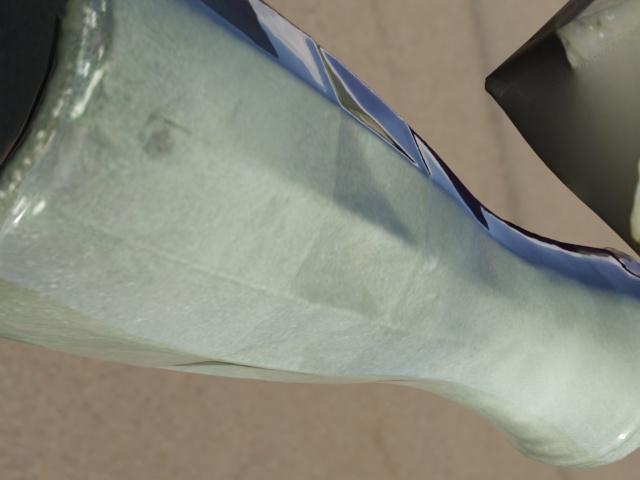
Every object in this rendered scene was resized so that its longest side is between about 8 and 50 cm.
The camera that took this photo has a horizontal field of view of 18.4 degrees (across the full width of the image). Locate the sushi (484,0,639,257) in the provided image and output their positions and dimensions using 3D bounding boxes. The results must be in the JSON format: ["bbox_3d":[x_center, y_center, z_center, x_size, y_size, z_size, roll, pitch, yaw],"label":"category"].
[{"bbox_3d":[0.202,-0.003,0.838,0.273,0.134,0.109,55,9,17],"label":"sushi"}]

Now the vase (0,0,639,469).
[{"bbox_3d":[0.000,0.000,0.429,0.214,0.086,0.086,24,71,-44],"label":"vase"}]
